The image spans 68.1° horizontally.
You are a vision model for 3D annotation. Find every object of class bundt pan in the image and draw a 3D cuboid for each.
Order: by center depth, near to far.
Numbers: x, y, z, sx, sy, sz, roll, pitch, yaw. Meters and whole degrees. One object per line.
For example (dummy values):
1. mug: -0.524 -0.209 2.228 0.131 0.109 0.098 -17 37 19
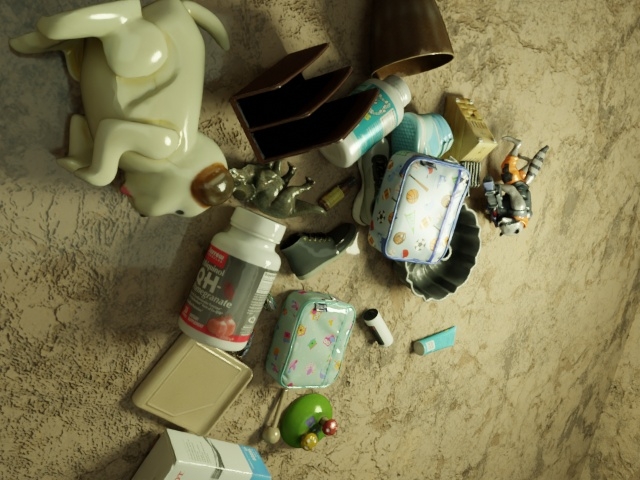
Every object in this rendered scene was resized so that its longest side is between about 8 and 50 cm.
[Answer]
1. bundt pan: 0.355 0.024 1.513 0.331 0.124 0.330 -11 110 -31

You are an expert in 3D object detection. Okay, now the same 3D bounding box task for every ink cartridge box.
1. ink cartridge box: -0.325 0.654 1.256 0.308 0.129 0.223 32 93 -36

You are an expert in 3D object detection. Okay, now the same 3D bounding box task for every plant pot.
1. plant pot: 0.215 -0.558 1.209 0.216 0.215 0.230 -14 98 -29

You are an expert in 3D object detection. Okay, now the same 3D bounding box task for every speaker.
1. speaker: 0.186 0.281 1.525 0.055 0.055 0.136 -40 123 -16

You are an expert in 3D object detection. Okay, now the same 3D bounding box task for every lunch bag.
1. lunch bag: 0.273 -0.090 1.282 0.244 0.115 0.303 10 105 -26
2. lunch bag: -0.018 0.282 1.361 0.224 0.108 0.278 14 97 -35

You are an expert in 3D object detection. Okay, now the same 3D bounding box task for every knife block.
1. knife block: 0.422 -0.279 1.499 0.088 0.242 0.275 -3 61 -33

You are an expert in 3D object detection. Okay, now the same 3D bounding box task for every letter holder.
1. letter holder: -0.014 -0.318 1.032 0.151 0.215 0.301 66 34 -28

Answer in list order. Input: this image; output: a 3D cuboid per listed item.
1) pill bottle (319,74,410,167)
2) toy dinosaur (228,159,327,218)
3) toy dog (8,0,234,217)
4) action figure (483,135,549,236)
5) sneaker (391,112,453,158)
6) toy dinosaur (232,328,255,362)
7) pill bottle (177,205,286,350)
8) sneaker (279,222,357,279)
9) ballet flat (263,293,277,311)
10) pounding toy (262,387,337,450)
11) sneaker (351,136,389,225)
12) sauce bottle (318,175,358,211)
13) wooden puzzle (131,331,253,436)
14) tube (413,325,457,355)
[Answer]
1. pill bottle: 0.114 -0.320 1.236 0.264 0.146 0.146 -42 123 -16
2. toy dinosaur: -0.118 -0.127 1.185 0.314 0.121 0.160 34 97 -40
3. toy dog: -0.330 -0.234 0.931 0.395 0.285 0.407 -40 125 -41
4. action figure: 0.641 -0.174 1.565 0.341 0.179 0.329 28 70 -61
5. sneaker: 0.305 -0.227 1.407 0.208 0.127 0.318 -23 128 -38
6. toy dinosaur: -0.207 0.280 1.294 0.082 0.047 0.090 -47 159 -24
7. pill bottle: -0.203 0.086 1.139 0.177 0.176 0.318 22 92 -36
8. sneaker: 0.000 0.000 1.300 0.222 0.083 0.118 -40 122 -15
9. ballet flat: -0.150 0.146 1.277 0.041 0.041 0.114 -27 117 -23
10. pounding toy: -0.039 0.566 1.435 0.237 0.110 0.182 27 89 -36
11. sneaker: 0.163 -0.169 1.339 0.101 0.108 0.271 -4 105 -31
12. sauce bottle: 0.051 -0.132 1.318 0.128 0.042 0.042 -40 122 -18
13. wooden puzzle: -0.327 0.373 1.235 0.239 0.044 0.220 43 80 -30
14. tube: 0.426 0.367 1.716 0.207 0.052 0.080 -7 113 -37
